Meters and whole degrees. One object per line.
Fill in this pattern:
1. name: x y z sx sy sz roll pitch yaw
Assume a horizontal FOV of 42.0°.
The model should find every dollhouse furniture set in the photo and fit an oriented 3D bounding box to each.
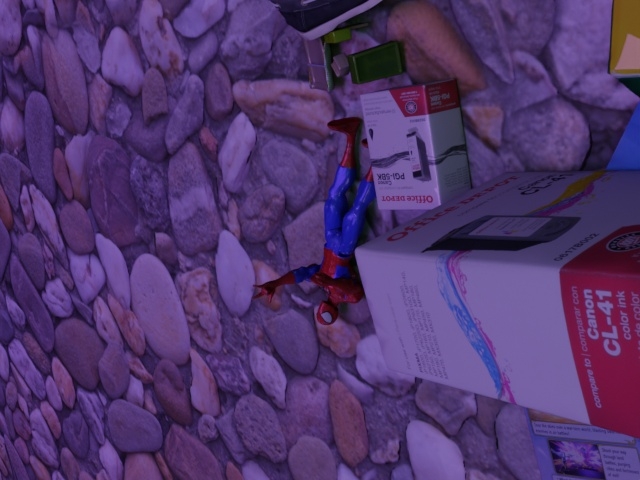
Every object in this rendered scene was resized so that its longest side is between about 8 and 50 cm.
1. dollhouse furniture set: 0.033 -0.218 0.985 0.151 0.058 0.076 30 136 62

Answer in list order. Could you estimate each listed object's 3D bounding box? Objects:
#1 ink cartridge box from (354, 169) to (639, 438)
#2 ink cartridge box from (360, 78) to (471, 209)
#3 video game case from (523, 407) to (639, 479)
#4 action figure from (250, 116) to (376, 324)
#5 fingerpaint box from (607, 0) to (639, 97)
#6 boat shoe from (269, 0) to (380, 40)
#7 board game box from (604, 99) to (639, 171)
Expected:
1. ink cartridge box: 0.211 0.032 0.686 0.306 0.226 0.131 7 117 54
2. ink cartridge box: 0.105 -0.103 0.921 0.099 0.056 0.135 1 105 48
3. video game case: 0.329 0.209 0.785 0.269 0.061 0.244 -8 100 50
4. action figure: 0.000 0.000 1.030 0.091 0.139 0.281 34 131 38
5. fingerpaint box: 0.367 -0.242 0.325 0.444 0.163 0.371 3 92 31
6. boat shoe: 0.033 -0.290 0.889 0.079 0.084 0.233 41 145 -27
7. board game box: 0.319 -0.057 0.710 0.133 0.033 0.169 45 144 30
